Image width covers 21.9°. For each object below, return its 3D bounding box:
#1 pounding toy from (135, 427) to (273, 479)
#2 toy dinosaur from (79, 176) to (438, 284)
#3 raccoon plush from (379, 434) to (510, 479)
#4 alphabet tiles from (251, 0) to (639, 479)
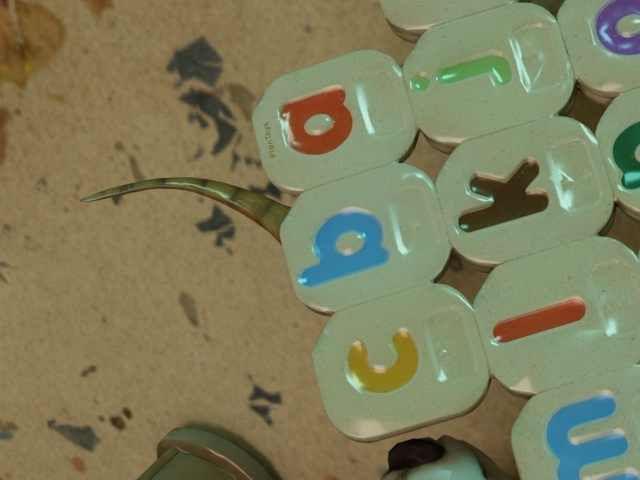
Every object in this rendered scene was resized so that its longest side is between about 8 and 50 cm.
[{"bbox_3d":[-0.099,0.220,0.964,0.269,0.155,0.154,-32,96,38],"label":"pounding toy"},{"bbox_3d":[0.000,0.000,0.831,0.211,0.112,0.064,36,126,14],"label":"toy dinosaur"},{"bbox_3d":[0.159,0.269,0.733,0.216,0.299,0.446,-38,89,37],"label":"raccoon plush"},{"bbox_3d":[0.119,-0.029,0.685,0.278,0.021,0.284,-18,68,7],"label":"alphabet tiles"}]
